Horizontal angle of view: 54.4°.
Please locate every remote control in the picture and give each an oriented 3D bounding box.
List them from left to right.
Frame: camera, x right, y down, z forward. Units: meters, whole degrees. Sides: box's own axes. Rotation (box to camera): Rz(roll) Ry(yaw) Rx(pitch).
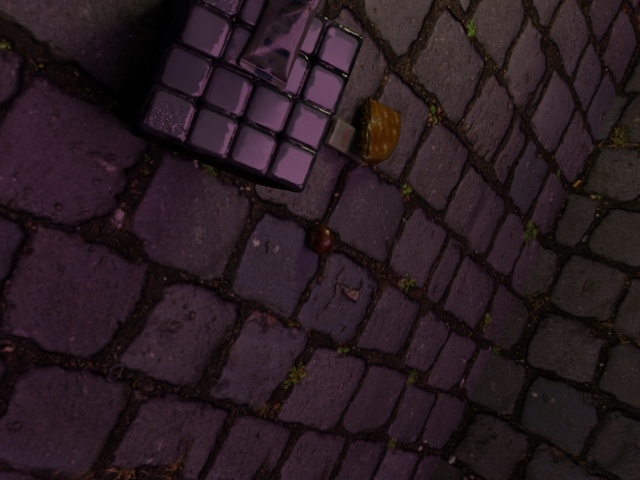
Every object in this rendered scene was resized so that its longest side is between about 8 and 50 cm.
[{"bbox_3d":[0.088,-0.294,1.862,0.190,0.029,0.087,20,93,-48],"label":"remote control"}]

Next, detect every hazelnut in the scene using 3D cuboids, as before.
[{"bbox_3d":[0.000,0.000,1.874,0.086,0.086,0.086,-21,122,-39],"label":"hazelnut"}]

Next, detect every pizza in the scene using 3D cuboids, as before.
[{"bbox_3d":[0.167,-0.340,1.877,0.197,0.058,0.292,60,43,-28],"label":"pizza"}]

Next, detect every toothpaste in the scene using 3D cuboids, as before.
[{"bbox_3d":[-0.051,-0.410,1.106,0.096,0.061,0.266,23,94,-25],"label":"toothpaste"}]

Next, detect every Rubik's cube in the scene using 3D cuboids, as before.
[{"bbox_3d":[-0.169,-0.314,1.277,0.344,0.344,0.337,21,92,-23],"label":"Rubik's cube"}]
